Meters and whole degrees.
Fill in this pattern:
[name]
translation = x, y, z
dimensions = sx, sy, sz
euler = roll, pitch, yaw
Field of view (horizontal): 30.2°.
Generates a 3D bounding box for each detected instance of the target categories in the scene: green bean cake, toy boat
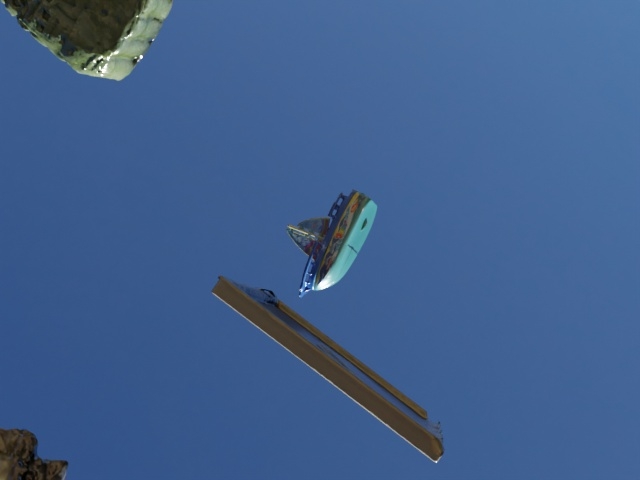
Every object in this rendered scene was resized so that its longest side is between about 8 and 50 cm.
[green bean cake]
translation = -0.326, -0.368, 1.707
dimensions = 0.227, 0.222, 0.125
euler = 37, -163, 13
[toy boat]
translation = 0.000, 0.000, 1.720
dimensions = 0.110, 0.175, 0.091
euler = 23, 173, 23

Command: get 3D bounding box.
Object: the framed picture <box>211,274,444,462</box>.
[framed picture]
translation = 0.017, 0.101, 0.974
dimensions = 0.209, 0.019, 0.281
euler = 37, 179, 8

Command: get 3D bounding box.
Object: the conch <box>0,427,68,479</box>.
[conch]
translation = -0.363, 0.311, 1.238
dimensions = 0.313, 0.186, 0.241
euler = 43, -170, 36
